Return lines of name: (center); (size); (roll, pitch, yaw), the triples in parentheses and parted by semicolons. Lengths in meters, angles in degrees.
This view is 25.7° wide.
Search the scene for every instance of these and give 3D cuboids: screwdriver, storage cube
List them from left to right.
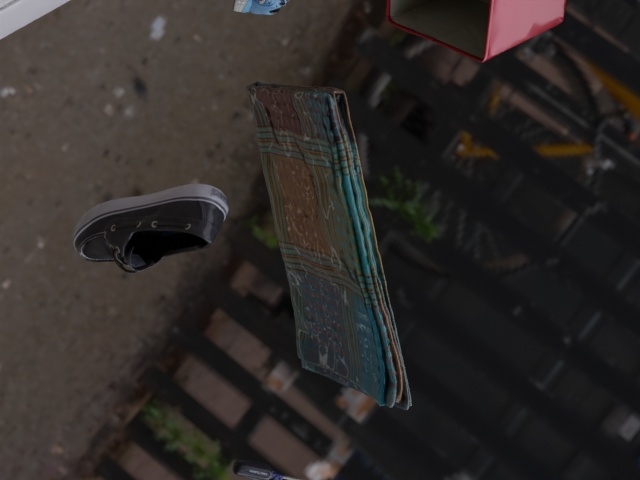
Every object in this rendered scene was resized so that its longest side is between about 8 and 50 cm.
screwdriver: (-0.038, 0.314, 1.830); (0.024, 0.170, 0.025); (-41, -143, 47)
storage cube: (0.226, -0.389, 1.972); (0.193, 0.183, 0.215); (-30, 135, -38)

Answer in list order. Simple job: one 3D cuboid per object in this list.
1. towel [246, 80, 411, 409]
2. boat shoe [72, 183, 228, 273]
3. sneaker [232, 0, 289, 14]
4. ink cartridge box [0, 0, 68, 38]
towel: (0.000, 0.000, 1.643); (0.040, 0.370, 0.271); (-17, -166, -21)
boat shoe: (-0.201, 0.000, 1.603); (0.080, 0.228, 0.076); (44, 45, -41)
sneaker: (-0.069, -0.341, 1.836); (0.162, 0.073, 0.063); (125, -20, -77)
ink cartridge box: (-0.304, -0.308, 1.279); (0.158, 0.218, 0.092); (-26, 167, 14)
